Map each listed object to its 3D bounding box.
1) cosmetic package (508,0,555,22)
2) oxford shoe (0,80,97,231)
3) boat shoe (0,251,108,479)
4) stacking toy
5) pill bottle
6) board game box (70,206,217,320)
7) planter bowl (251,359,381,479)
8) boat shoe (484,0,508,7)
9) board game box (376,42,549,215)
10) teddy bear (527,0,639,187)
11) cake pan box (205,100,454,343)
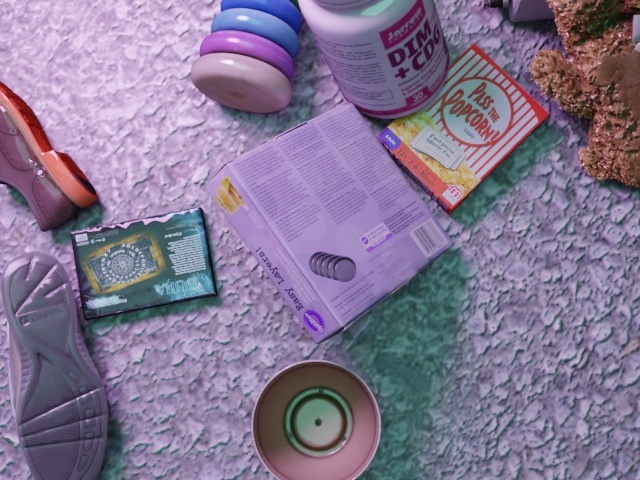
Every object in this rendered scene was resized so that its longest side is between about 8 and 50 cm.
[{"bbox_3d":[0.347,-0.506,1.264,0.197,0.155,0.365,-5,82,3],"label":"cosmetic package"},{"bbox_3d":[-0.430,-0.134,1.264,0.098,0.097,0.271,-40,82,2],"label":"oxford shoe"},{"bbox_3d":[-0.360,0.177,1.220,0.118,0.103,0.320,-14,86,-19],"label":"boat shoe"},{"bbox_3d":[-0.076,-0.353,1.272,0.141,0.141,0.330,12,77,4],"label":"stacking toy"},{"bbox_3d":[0.064,-0.291,1.158,0.160,0.283,0.160,-7,65,16],"label":"pill bottle"},{"bbox_3d":[-0.244,0.032,1.265,0.186,0.026,0.126,-11,81,0],"label":"board game box"},{"bbox_3d":[-0.004,0.237,1.184,0.162,0.109,0.162,0,82,1],"label":"planter bowl"},{"bbox_3d":[0.211,-0.425,1.296,0.068,0.081,0.228,-14,74,3],"label":"boat shoe"},{"bbox_3d":[0.196,-0.155,1.269,0.147,0.045,0.193,45,85,7],"label":"board game box"},{"bbox_3d":[0.396,-0.237,1.190,0.245,0.113,0.338,-34,113,15],"label":"teddy bear"},{"bbox_3d":[0.022,-0.034,1.171,0.267,0.070,0.246,-34,88,-42],"label":"cake pan box"}]
